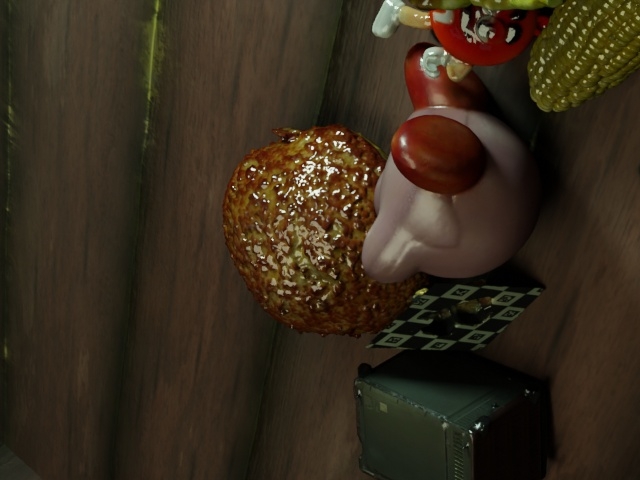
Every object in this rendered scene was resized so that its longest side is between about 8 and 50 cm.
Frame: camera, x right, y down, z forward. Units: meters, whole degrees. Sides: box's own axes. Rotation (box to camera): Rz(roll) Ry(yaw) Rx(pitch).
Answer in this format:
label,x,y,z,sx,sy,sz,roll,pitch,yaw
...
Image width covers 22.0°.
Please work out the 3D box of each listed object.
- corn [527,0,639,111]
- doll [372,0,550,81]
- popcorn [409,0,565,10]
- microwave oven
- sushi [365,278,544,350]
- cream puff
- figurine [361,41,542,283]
label,x,y,z,sx,sy,sz,roll,pitch,yaw
corn,0.335,-0.255,1.837,0.130,0.130,0.347,49,149,6
doll,0.176,-0.279,2.004,0.217,0.085,0.183,29,109,23
popcorn,0.154,-0.399,1.787,0.321,0.290,0.325,13,154,22
microwave oven,0.194,0.268,2.401,0.247,0.188,0.178,23,130,42
sushi,0.186,0.092,2.300,0.210,0.193,0.040,130,137,-52
cream puff,-0.004,-0.002,2.358,0.350,0.229,0.350,27,135,31
figurine,0.180,-0.072,2.093,0.211,0.269,0.261,13,126,0
